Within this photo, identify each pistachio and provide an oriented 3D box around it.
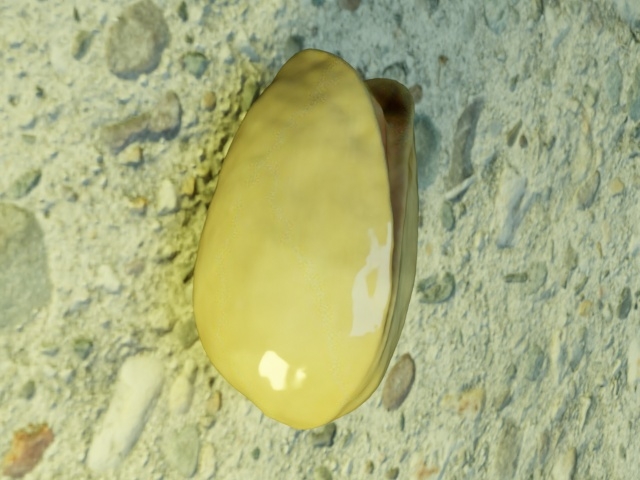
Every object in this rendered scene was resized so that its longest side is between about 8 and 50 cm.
[{"bbox_3d":[0.000,0.000,0.901,0.187,0.187,0.299,15,83,-43],"label":"pistachio"}]
